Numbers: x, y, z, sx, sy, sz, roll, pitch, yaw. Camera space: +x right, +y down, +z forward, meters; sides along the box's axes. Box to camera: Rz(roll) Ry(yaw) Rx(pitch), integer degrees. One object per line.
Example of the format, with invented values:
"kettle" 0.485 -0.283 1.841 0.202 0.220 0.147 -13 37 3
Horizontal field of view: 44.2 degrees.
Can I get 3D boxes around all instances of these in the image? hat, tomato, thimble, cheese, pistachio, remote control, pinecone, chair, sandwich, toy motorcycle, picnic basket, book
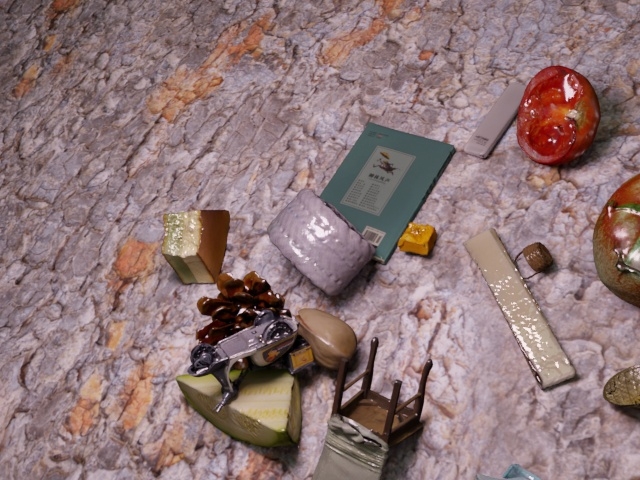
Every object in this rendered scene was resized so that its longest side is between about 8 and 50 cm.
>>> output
"hat" 0.630 0.302 1.524 0.146 0.067 0.146 -27 11 6
"tomato" 0.710 0.009 1.586 0.303 0.239 0.304 -13 59 23
"thimble" 0.000 0.000 1.827 0.157 0.217 0.245 -46 46 3
"cheese" 0.426 0.137 1.712 0.085 0.034 0.400 -26 55 5
"tomato" 0.582 -0.292 1.883 0.200 0.139 0.233 22 106 57
"pistachio" 0.008 0.215 1.748 0.185 0.126 0.108 37 97 46
"remote control" 0.457 -0.309 2.023 0.067 0.029 0.261 24 64 30
"pinecone" -0.181 0.181 1.785 0.228 0.203 0.201 10 28 23
"chair" 0.102 0.383 1.598 0.160 0.319 0.186 19 20 27
"sandwich" -0.311 -0.026 1.979 0.108 0.186 0.220 -2 55 14
"toy motorcycle" -0.149 0.245 1.653 0.263 0.157 0.091 -22 29 -18
"picnic basket" 0.469 0.048 1.756 0.083 0.072 0.072 -39 46 30
"book" 0.144 -0.133 1.999 0.264 0.031 0.379 22 66 29

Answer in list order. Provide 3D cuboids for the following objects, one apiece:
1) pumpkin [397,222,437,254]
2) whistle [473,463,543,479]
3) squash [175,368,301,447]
"pumpkin" 0.231 0.001 1.864 0.074 0.054 0.083 13 40 22
"whistle" 0.406 0.483 1.414 0.273 0.186 0.093 21 95 2
"squash" -0.185 0.382 1.698 0.288 0.111 0.203 -7 32 10
